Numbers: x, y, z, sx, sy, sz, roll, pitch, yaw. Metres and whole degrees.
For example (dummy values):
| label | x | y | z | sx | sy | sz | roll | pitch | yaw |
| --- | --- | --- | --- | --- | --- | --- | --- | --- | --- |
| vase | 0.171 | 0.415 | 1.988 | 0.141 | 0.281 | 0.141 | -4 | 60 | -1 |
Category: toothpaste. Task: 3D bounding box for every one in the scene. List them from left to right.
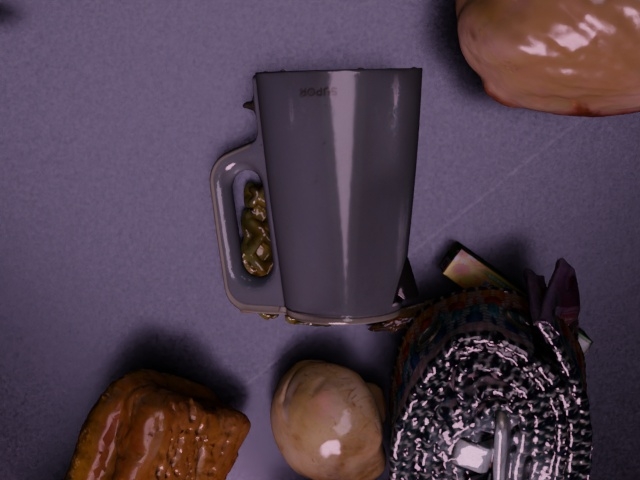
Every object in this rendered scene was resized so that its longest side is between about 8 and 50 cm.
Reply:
| label | x | y | z | sx | sy | sz | roll | pitch | yaw |
| --- | --- | --- | --- | --- | --- | --- | --- | --- | --- |
| toothpaste | 0.207 | 0.067 | 1.238 | 0.178 | 0.043 | 0.037 | 35 | 95 | -8 |

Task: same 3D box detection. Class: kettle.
| label | x | y | z | sx | sy | sz | roll | pitch | yaw |
| --- | --- | --- | --- | --- | --- | --- | --- | --- | --- |
| kettle | -0.008 | -0.045 | 1.130 | 0.210 | 0.160 | 0.243 | 1 | 98 | 11 |

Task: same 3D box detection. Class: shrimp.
| label | x | y | z | sx | sy | sz | roll | pitch | yaw |
| --- | --- | --- | --- | --- | --- | --- | --- | --- | --- |
| shrimp | 0.110 | 0.105 | 1.249 | 0.114 | 0.023 | 0.083 | -10 | 102 | -6 |

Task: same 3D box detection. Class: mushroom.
| label | x | y | z | sx | sy | sz | roll | pitch | yaw |
| --- | --- | --- | --- | --- | --- | --- | --- | --- | --- |
| mushroom | 0.012 | 0.188 | 1.202 | 0.112 | 0.148 | 0.148 | -17 | 101 | -35 |

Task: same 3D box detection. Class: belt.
| label | x | y | z | sx | sy | sz | roll | pitch | yaw |
| --- | --- | --- | --- | --- | --- | --- | --- | --- | --- |
| belt | 0.169 | 0.172 | 1.183 | 0.207 | 0.160 | 0.295 | -2 | 114 | 8 |

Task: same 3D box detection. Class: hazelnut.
| label | x | y | z | sx | sy | sz | roll | pitch | yaw |
| --- | --- | --- | --- | --- | --- | --- | --- | --- | --- |
| hazelnut | 0.268 | -0.220 | 1.094 | 0.261 | 0.261 | 0.241 | -21 | 64 | 0 |

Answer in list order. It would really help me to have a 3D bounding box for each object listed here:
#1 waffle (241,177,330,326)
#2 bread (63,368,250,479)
| label | x | y | z | sx | sy | sz | roll | pitch | yaw |
| --- | --- | --- | --- | --- | --- | --- | --- | --- | --- |
| waffle | 0.000 | 0.000 | 1.219 | 0.169 | 0.036 | 0.183 | -2 | 98 | -7 |
| bread | -0.214 | 0.315 | 1.175 | 0.109 | 0.185 | 0.380 | 24 | 86 | 33 |
